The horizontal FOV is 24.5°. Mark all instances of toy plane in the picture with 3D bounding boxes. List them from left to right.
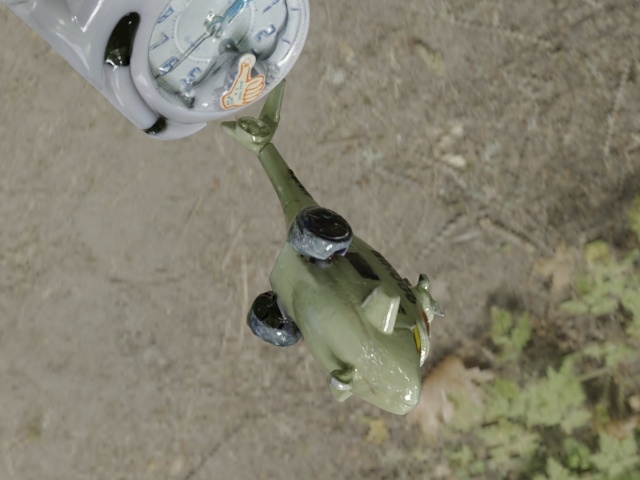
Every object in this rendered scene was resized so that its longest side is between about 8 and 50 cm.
[{"bbox_3d":[0.000,0.000,0.937,0.108,0.286,0.092,-2,131,-34],"label":"toy plane"}]

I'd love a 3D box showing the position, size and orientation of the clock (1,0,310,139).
[{"bbox_3d":[-0.055,-0.115,0.501,0.117,0.080,0.176,-39,140,5],"label":"clock"}]
